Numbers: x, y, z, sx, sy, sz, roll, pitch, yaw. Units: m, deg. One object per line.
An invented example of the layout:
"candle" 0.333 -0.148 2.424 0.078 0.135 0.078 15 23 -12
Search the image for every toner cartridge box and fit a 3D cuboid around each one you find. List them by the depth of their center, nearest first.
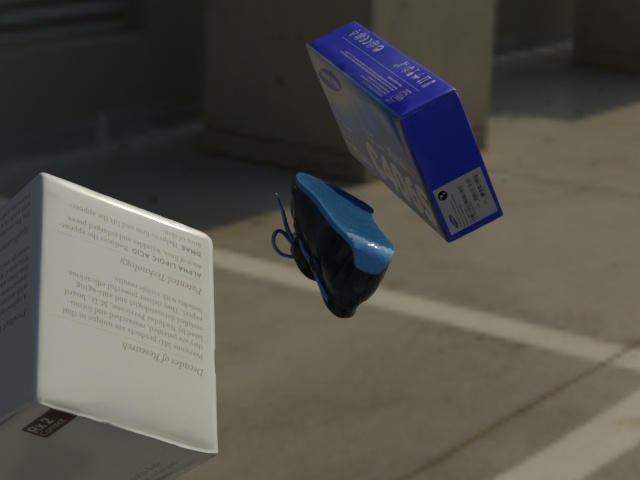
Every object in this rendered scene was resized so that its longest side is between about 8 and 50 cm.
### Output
"toner cartridge box" 0.091 -0.136 1.775 0.075 0.165 0.348 -26 25 -7

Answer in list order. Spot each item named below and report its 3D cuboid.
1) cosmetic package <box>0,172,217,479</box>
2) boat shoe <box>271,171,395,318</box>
"cosmetic package" -0.177 0.081 1.080 0.151 0.183 0.151 21 -40 -35
"boat shoe" 0.000 0.000 1.504 0.109 0.089 0.258 22 13 -10
